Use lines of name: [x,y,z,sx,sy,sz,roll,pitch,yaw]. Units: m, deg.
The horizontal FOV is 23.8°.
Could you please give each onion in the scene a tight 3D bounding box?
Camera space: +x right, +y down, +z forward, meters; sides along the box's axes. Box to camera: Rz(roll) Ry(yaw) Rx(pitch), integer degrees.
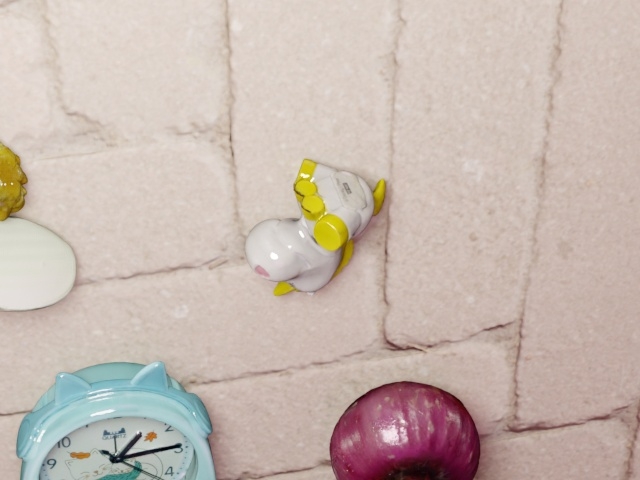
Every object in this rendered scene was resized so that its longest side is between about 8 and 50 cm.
onion: [0.098,0.244,1.752,0.177,0.153,0.177,-3,109,-8]

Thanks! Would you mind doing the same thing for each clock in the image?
clock: [-0.227,0.233,1.690,0.223,0.094,0.274,-5,126,-12]

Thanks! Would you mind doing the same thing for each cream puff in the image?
cream puff: [-0.321,-0.060,1.456,0.083,0.083,0.058,9,166,-35]

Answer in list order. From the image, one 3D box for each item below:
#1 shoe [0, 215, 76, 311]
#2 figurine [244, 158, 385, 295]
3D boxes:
shoe: [-0.373,0.016,1.489,0.265,0.110,0.095,7,87,-44]
figurine: [-0.007,0.002,1.573,0.129,0.109,0.178,3,133,-45]
